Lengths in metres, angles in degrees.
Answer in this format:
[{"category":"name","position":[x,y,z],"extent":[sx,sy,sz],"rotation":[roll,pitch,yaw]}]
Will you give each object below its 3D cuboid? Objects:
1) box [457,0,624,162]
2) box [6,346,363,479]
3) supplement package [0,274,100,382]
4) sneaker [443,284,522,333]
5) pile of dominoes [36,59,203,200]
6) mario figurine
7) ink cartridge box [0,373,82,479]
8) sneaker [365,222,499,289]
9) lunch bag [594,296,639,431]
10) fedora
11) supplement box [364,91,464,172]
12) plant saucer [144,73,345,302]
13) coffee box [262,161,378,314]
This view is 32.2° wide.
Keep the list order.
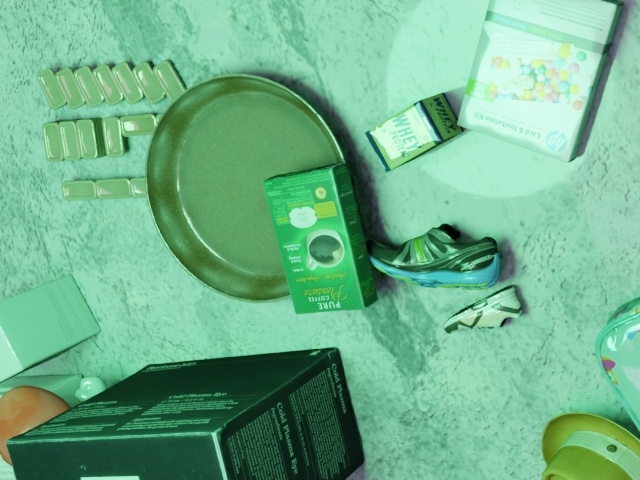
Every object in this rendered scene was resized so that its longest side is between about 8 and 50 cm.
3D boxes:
[{"category":"box","position":[0.250,-0.201,1.277],"extent":[0.145,0.038,0.186],"rotation":[23,114,22]},{"category":"box","position":[-0.171,0.284,1.478],"extent":[0.343,0.312,0.179],"rotation":[-8,100,31]},{"category":"supplement package","position":[-0.440,0.137,1.662],"extent":[0.105,0.179,0.105],"rotation":[-28,89,31]},{"category":"sneaker","position":[0.202,0.097,1.382],"extent":[0.109,0.040,0.043],"rotation":[-29,91,32]},{"category":"pile of dominoes","position":[-0.284,-0.159,1.594],"extent":[0.251,0.040,0.196],"rotation":[-1,102,21]},{"category":"mario figurine","position":[-0.370,0.328,1.642],"extent":[0.170,0.198,0.320],"rotation":[-17,124,25]},{"category":"ink cartridge box","position":[-0.457,0.362,1.768],"extent":[0.207,0.117,0.283],"rotation":[-6,101,30]},{"category":"sneaker","position":[0.140,0.017,1.388],"extent":[0.188,0.067,0.078],"rotation":[4,77,34]},{"category":"lunch bag","position":[0.464,0.129,1.207],"extent":[0.279,0.108,0.224],"rotation":[-32,87,31]},{"category":"fedora","position":[0.326,0.297,1.311],"extent":[0.194,0.079,0.194],"rotation":[34,141,32]},{"category":"supplement box","position":[0.115,-0.131,1.342],"extent":[0.083,0.083,0.056],"rotation":[-29,90,30]},{"category":"plant saucer","position":[-0.093,-0.070,1.486],"extent":[0.311,0.050,0.310],"rotation":[6,106,24]},{"category":"coffee box","position":[0.000,0.000,1.406],"extent":[0.113,0.040,0.184],"rotation":[-9,100,34]}]
